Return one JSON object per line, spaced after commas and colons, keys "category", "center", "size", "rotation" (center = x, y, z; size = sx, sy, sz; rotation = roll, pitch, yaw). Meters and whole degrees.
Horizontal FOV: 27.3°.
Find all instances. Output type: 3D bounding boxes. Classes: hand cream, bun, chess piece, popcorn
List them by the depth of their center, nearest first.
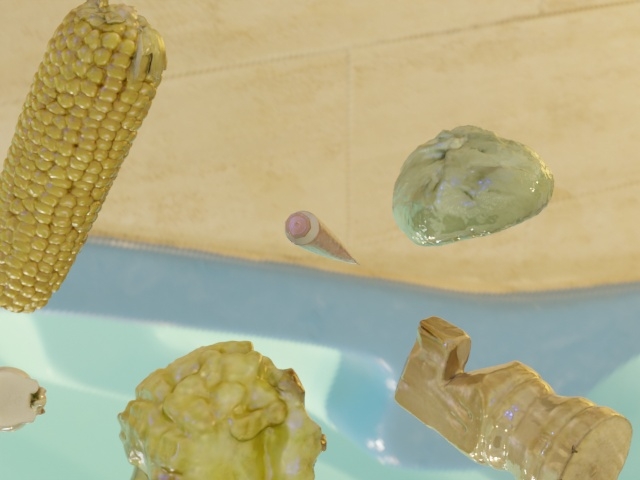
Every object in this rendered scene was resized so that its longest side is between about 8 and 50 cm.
{"category": "chess piece", "center": [0.202, 0.199, 1.516], "size": [0.137, 0.301, 0.137], "rotation": [-21, 123, -36]}
{"category": "popcorn", "center": [-0.119, 0.269, 1.644], "size": [0.237, 0.293, 0.293], "rotation": [-20, 123, -26]}
{"category": "hand cream", "center": [0.000, 0.000, 1.652], "size": [0.043, 0.067, 0.210], "rotation": [-63, 163, -2]}
{"category": "bun", "center": [0.191, -0.080, 1.712], "size": [0.213, 0.204, 0.126], "rotation": [-16, 107, 8]}

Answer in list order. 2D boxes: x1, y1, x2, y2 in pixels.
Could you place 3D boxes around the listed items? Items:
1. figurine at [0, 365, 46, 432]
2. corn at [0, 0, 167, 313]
{"category": "figurine", "center": [-0.358, 0.186, 1.481], "size": [0.098, 0.146, 0.081], "rotation": [29, 72, -16]}
{"category": "corn", "center": [-0.199, -0.064, 1.024], "size": [0.091, 0.091, 0.260], "rotation": [27, 105, 1]}
